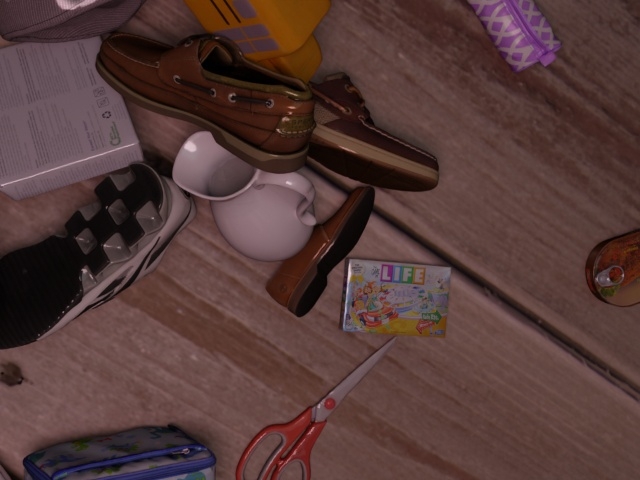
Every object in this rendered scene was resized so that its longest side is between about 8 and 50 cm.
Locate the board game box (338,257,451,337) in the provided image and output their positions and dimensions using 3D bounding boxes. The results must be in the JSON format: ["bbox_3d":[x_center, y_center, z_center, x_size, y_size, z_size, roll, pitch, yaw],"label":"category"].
[{"bbox_3d":[0.107,0.083,1.282,0.154,0.026,0.104,5,90,-13],"label":"board game box"}]

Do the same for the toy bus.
[{"bbox_3d":[-0.098,-0.315,1.030,0.333,0.130,0.108,52,57,-34],"label":"toy bus"}]

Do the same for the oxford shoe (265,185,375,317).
[{"bbox_3d":[0.000,0.000,1.238,0.076,0.076,0.212,30,72,26],"label":"oxford shoe"}]

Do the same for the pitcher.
[{"bbox_3d":[-0.064,-0.047,1.130,0.177,0.207,0.126,15,73,27],"label":"pitcher"}]

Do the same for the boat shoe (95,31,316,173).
[{"bbox_3d":[-0.132,-0.194,1.053,0.307,0.110,0.105,27,127,18],"label":"boat shoe"}]

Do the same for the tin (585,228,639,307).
[{"bbox_3d":[0.493,0.036,1.365,0.189,0.040,0.106,-17,91,-12],"label":"tin"}]

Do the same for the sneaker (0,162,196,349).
[{"bbox_3d":[-0.291,0.037,1.147,0.330,0.146,0.123,-33,73,13],"label":"sneaker"}]

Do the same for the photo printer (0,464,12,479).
[{"bbox_3d":[-0.532,0.364,1.094,0.307,0.107,0.256,-44,93,-8],"label":"photo printer"}]

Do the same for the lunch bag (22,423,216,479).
[{"bbox_3d":[-0.247,0.299,1.113,0.218,0.176,0.090,-4,96,-30],"label":"lunch bag"}]

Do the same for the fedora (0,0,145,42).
[{"bbox_3d":[-0.295,-0.312,1.061,0.275,0.243,0.124,-18,92,14],"label":"fedora"}]

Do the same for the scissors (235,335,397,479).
[{"bbox_3d":[-0.007,0.238,1.262,0.109,0.021,0.297,33,86,-10],"label":"scissors"}]

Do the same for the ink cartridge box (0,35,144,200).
[{"bbox_3d":[-0.354,-0.155,1.102,0.223,0.045,0.223,-17,58,-12],"label":"ink cartridge box"}]

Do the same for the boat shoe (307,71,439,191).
[{"bbox_3d":[0.014,-0.173,1.207,0.341,0.123,0.123,22,79,-1],"label":"boat shoe"}]

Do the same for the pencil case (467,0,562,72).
[{"bbox_3d":[0.262,-0.339,1.276,0.086,0.088,0.206,-38,100,-7],"label":"pencil case"}]
